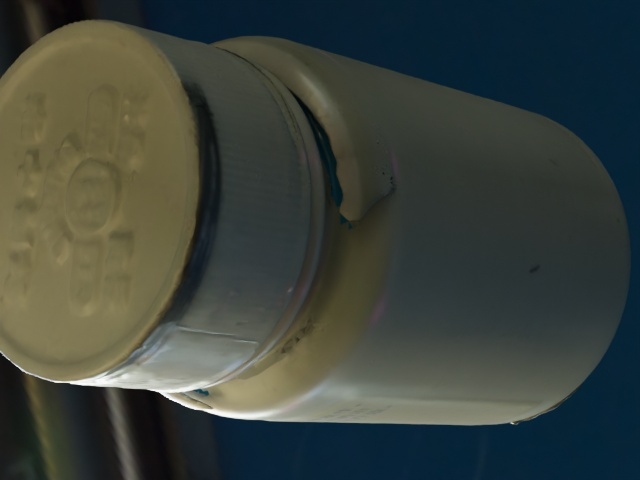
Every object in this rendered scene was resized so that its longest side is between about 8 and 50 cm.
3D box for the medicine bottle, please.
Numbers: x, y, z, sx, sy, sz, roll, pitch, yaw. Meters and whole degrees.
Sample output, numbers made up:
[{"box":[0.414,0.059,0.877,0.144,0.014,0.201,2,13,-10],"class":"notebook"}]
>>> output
[{"box":[0.000,0.000,0.624,0.143,0.258,0.143,-5,-98,39],"class":"medicine bottle"}]
